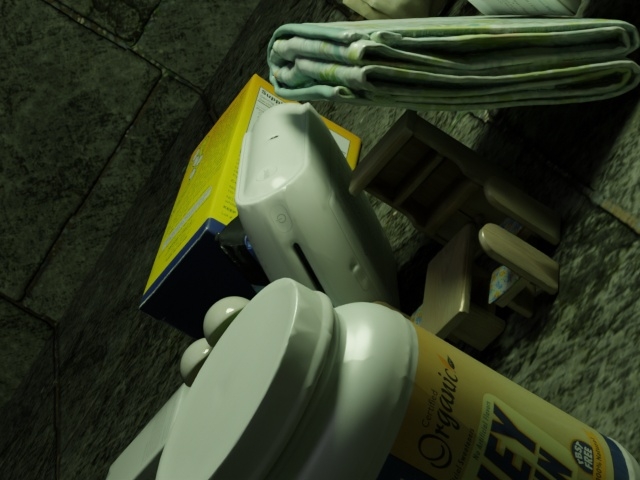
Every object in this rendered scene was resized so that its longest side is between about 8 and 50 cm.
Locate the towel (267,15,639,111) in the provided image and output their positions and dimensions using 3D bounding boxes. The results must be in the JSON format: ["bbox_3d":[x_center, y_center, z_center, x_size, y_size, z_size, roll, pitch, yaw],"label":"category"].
[{"bbox_3d":[0.131,-0.191,1.794,0.374,0.321,0.090,-147,55,-74],"label":"towel"}]

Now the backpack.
[{"bbox_3d":[-0.022,0.015,2.129,0.158,0.173,0.117,-46,24,-24],"label":"backpack"}]

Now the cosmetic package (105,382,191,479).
[{"bbox_3d":[-0.220,0.314,2.341,0.231,0.085,0.117,-49,18,38],"label":"cosmetic package"}]

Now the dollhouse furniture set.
[{"bbox_3d":[0.115,0.005,1.710,0.212,0.161,0.242,-48,19,35],"label":"dollhouse furniture set"}]

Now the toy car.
[{"bbox_3d":[-0.074,0.158,2.101,0.136,0.159,0.182,-19,-31,-44],"label":"toy car"}]

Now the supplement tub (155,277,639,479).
[{"bbox_3d":[0.059,0.186,1.248,0.228,0.316,0.228,-53,17,23],"label":"supplement tub"}]

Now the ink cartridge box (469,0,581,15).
[{"bbox_3d":[0.305,-0.381,1.800,0.261,0.066,0.296,9,70,50],"label":"ink cartridge box"}]

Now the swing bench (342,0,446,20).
[{"bbox_3d":[0.150,-0.444,2.463,0.253,0.165,0.254,-54,21,16],"label":"swing bench"}]

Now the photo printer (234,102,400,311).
[{"bbox_3d":[0.000,0.000,1.900,0.107,0.256,0.307,-26,20,10],"label":"photo printer"}]

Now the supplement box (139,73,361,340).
[{"bbox_3d":[-0.093,-0.027,2.367,0.195,0.194,0.356,-47,19,38],"label":"supplement box"}]
